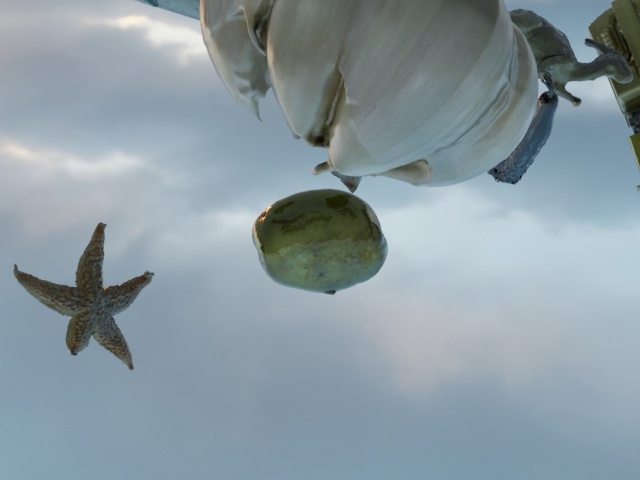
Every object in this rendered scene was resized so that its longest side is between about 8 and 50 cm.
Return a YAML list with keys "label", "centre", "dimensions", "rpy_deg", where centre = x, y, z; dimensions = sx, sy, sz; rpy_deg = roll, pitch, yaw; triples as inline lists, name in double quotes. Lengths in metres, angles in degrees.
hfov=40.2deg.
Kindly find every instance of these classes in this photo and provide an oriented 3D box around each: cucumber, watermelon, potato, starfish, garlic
- label: "cucumber"
  centre: [0.215, -0.112, 0.897]
  dimensions: [0.043, 0.163, 0.039]
  rpy_deg: [27, -120, 2]
- label: "watermelon"
  centre: [0.046, -0.131, 1.509]
  dimensions: [0.061, 0.085, 0.085]
  rpy_deg: [-6, -151, 1]
- label: "potato"
  centre: [-0.001, 0.002, 1.565]
  dimensions: [0.228, 0.197, 0.148]
  rpy_deg: [-21, -170, -6]
- label: "starfish"
  centre: [-0.396, 0.089, 1.505]
  dimensions: [0.048, 0.295, 0.231]
  rpy_deg: [-8, -130, 42]
- label: "garlic"
  centre: [0.037, -0.145, 0.680]
  dimensions: [0.203, 0.281, 0.185]
  rpy_deg: [-59, -168, -5]

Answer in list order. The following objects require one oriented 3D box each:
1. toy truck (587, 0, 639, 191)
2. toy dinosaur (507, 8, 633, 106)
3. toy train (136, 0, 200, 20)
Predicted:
- label: "toy truck"
  centre: [0.657, -0.287, 1.705]
  dimensions: [0.181, 0.405, 0.254]
  rpy_deg: [-20, 172, 31]
- label: "toy dinosaur"
  centre: [0.324, -0.288, 1.328]
  dimensions: [0.294, 0.077, 0.162]
  rpy_deg: [33, -132, 5]
- label: "toy train"
  centre: [-0.257, -0.367, 1.157]
  dimensions: [0.409, 0.086, 0.089]
  rpy_deg: [22, -100, 16]
